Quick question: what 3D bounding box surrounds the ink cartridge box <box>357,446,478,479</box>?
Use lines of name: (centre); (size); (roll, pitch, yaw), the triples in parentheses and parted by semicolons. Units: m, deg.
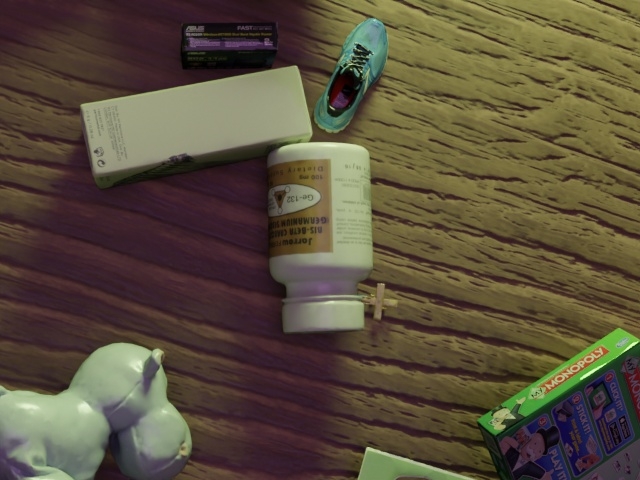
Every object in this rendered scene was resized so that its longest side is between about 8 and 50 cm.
ink cartridge box: (0.099, 0.397, 1.409); (0.171, 0.056, 0.235); (18, 79, -6)

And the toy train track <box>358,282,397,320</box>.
toy train track: (0.059, 0.078, 1.460); (0.083, 0.014, 0.048); (7, 90, -1)

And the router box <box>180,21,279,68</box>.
router box: (-0.117, -0.248, 1.432); (0.122, 0.092, 0.038); (-3, 84, -7)

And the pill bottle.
pill bottle: (0.000, 0.000, 1.401); (0.131, 0.131, 0.229); (-1, 84, -8)

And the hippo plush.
hippo plush: (-0.292, 0.228, 1.330); (0.236, 0.234, 0.294); (-33, 94, -35)

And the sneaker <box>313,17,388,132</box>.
sneaker: (0.048, -0.218, 1.460); (0.063, 0.073, 0.162); (24, 81, -4)

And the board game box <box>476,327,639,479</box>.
board game box: (0.334, 0.290, 1.376); (0.213, 0.046, 0.317); (-31, 118, -13)

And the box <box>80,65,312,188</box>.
box: (-0.156, -0.141, 1.407); (0.275, 0.113, 0.094); (-11, 86, -7)
